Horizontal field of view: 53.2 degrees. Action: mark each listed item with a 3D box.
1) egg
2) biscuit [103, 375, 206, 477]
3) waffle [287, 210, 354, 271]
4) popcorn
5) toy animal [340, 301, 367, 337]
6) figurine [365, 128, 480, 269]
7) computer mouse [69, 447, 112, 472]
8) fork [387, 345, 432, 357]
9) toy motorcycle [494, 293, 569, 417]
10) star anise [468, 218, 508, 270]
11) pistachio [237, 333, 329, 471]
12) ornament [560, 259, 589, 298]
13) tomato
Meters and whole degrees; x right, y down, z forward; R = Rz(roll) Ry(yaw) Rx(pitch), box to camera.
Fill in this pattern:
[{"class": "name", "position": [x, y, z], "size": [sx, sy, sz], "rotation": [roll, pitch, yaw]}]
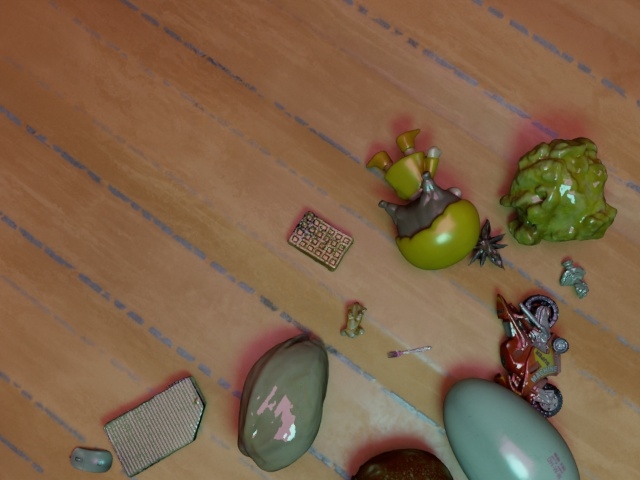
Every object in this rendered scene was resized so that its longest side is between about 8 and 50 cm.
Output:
[{"class": "egg", "position": [0.426, 0.477, 1.455], "size": [0.230, 0.230, 0.371], "rotation": [-40, 78, -3]}, {"class": "biscuit", "position": [-0.394, 0.456, 1.581], "size": [0.252, 0.052, 0.150], "rotation": [-31, 86, 0]}, {"class": "waffle", "position": [0.000, 0.000, 1.631], "size": [0.148, 0.042, 0.102], "rotation": [33, 85, 7]}, {"class": "popcorn", "position": [0.563, -0.117, 1.531], "size": [0.241, 0.235, 0.250], "rotation": [-9, 99, -1]}, {"class": "toy animal", "position": [0.083, 0.204, 1.603], "size": [0.060, 0.081, 0.083], "rotation": [5, 118, -4]}, {"class": "figurine", "position": [0.247, -0.092, 1.571], "size": [0.187, 0.215, 0.344], "rotation": [-9, 64, -43]}, {"class": "computer mouse", "position": [-0.574, 0.546, 1.586], "size": [0.110, 0.032, 0.056], "rotation": [7, 82, 3]}, {"class": "fork", "position": [0.223, 0.279, 1.601], "size": [0.115, 0.012, 0.016], "rotation": [-10, 86, -4]}, {"class": "toy motorcycle", "position": [0.504, 0.277, 1.548], "size": [0.171, 0.089, 0.298], "rotation": [-1, 82, 3]}, {"class": "star anise", "position": [0.418, 0.025, 1.601], "size": [0.124, 0.056, 0.129], "rotation": [-39, 67, -1]}, {"class": "pistachio", "position": [-0.080, 0.376, 1.511], "size": [0.226, 0.207, 0.332], "rotation": [33, 64, -36]}, {"class": "ornament", "position": [0.634, 0.095, 1.594], "size": [0.092, 0.041, 0.068], "rotation": [41, 80, 16]}, {"class": "tomato", "position": [0.208, 0.618, 1.439], "size": [0.239, 0.303, 0.304], "rotation": [-15, 82, -15]}]
